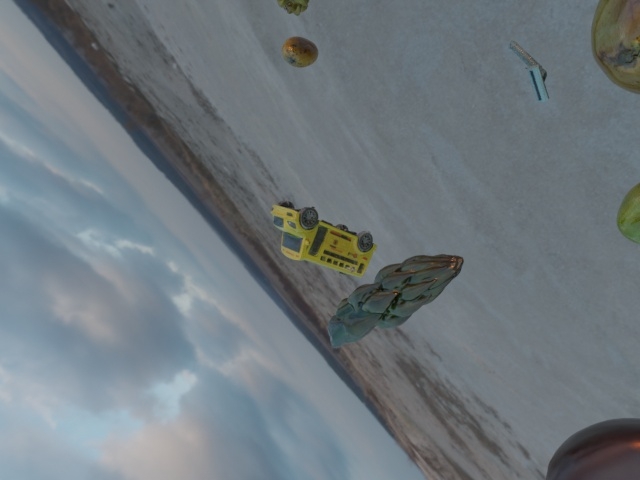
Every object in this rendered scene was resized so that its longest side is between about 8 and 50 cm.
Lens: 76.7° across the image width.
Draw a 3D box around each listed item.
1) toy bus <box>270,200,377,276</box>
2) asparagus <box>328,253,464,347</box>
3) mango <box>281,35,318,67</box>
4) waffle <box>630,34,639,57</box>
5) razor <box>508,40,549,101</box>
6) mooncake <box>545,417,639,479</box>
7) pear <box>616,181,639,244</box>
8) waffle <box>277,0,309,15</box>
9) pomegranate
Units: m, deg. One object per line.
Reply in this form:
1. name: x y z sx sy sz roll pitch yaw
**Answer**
1. toy bus: 0.000 0.000 1.172 0.330 0.152 0.144 21 180 -37
2. asparagus: 0.081 0.085 0.557 0.080 0.080 0.287 50 137 -1
3. mango: -0.048 -0.465 0.997 0.079 0.114 0.057 45 133 2
4. waffle: 0.788 -0.386 0.857 0.231 0.228 0.051 34 120 31
5. razor: 0.451 -0.388 0.879 0.084 0.035 0.211 47 -146 -36
6. mooncake: 0.535 0.430 0.598 0.174 0.326 0.334 23 -150 -56
7. pear: 0.434 -0.034 0.515 0.092 0.092 0.097 49 -164 4
8. waffle: -0.059 -0.536 0.668 0.260 0.069 0.293 -63 -36 -62
9. pomegranate: 0.998 -0.613 1.127 0.417 0.416 0.417 48 170 11
